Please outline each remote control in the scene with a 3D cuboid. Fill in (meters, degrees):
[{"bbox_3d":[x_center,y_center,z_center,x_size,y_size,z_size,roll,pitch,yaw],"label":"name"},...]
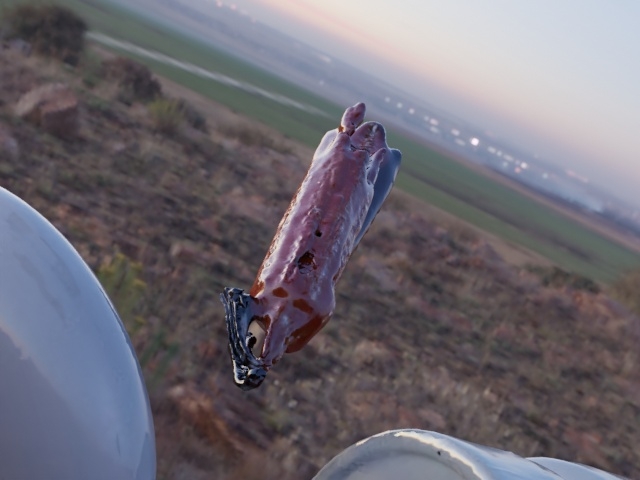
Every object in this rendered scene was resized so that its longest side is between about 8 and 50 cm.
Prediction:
[{"bbox_3d":[-0.182,0.118,0.520,0.221,0.332,0.103,40,36,23],"label":"remote control"}]

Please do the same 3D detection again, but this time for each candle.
[{"bbox_3d":[0.000,0.000,0.718,0.059,0.084,0.302,-8,32,25],"label":"candle"}]

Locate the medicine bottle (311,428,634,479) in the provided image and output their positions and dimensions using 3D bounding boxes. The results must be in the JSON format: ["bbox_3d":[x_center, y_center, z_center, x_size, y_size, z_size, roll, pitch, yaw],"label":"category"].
[{"bbox_3d":[0.161,0.249,0.673,0.371,0.211,0.211,24,8,-39],"label":"medicine bottle"}]
